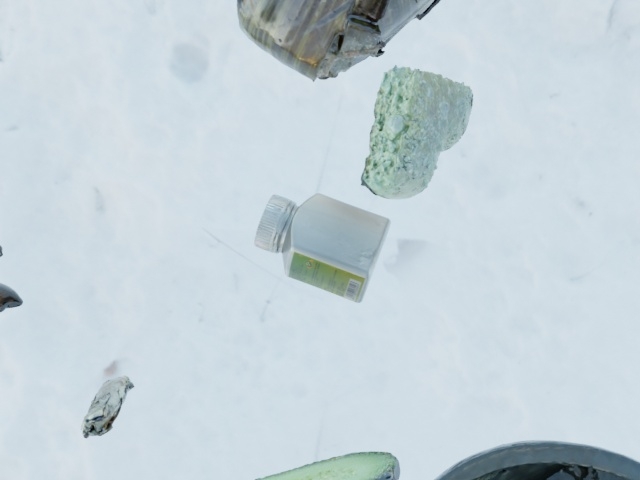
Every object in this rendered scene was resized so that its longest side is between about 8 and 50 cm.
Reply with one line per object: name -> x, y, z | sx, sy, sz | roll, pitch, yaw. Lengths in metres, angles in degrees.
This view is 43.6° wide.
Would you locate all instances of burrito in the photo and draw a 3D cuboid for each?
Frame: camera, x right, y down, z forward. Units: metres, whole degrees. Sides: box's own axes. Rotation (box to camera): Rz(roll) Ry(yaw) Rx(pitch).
burrito -> -0.297, 0.228, 1.110 | 0.051, 0.171, 0.042 | -39, 102, 2

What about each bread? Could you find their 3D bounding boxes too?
bread -> 0.133, -0.160, 1.054 | 0.064, 0.172, 0.232 | 12, 48, 40

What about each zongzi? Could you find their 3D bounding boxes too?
zongzi -> 0.046, -0.250, 0.524 | 0.154, 0.317, 0.289 | 37, 96, 4

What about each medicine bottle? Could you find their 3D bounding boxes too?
medicine bottle -> 0.000, 0.000, 1.240 | 0.188, 0.088, 0.132 | 21, 52, 5

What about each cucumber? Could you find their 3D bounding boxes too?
cucumber -> 0.000, 0.358, 1.106 | 0.243, 0.115, 0.063 | -21, 105, 16

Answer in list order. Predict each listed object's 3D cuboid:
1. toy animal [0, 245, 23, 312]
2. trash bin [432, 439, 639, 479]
toy animal -> -0.494, 0.048, 1.012 | 0.218, 0.116, 0.179 | 40, 75, 0
trash bin -> 0.134, 0.184, 0.422 | 0.175, 0.161, 0.176 | -2, 84, 21
